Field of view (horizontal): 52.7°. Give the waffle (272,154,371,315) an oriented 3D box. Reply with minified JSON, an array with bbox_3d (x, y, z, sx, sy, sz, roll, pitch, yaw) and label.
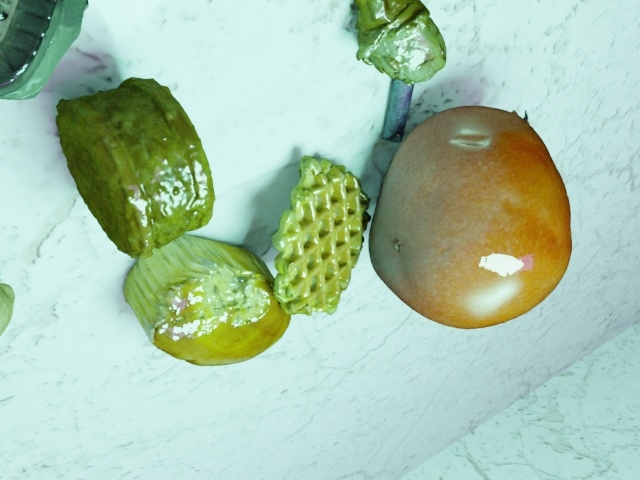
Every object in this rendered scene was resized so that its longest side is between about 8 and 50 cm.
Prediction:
[{"bbox_3d":[0.000,0.000,0.977,0.243,0.059,0.237,26,79,-59],"label":"waffle"}]

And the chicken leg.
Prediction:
[{"bbox_3d":[0.079,-0.279,0.818,0.103,0.088,0.228,-27,140,27],"label":"chicken leg"}]

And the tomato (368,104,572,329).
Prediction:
[{"bbox_3d":[0.217,-0.036,1.000,0.273,0.341,0.341,-12,137,-16],"label":"tomato"}]

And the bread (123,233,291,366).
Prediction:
[{"bbox_3d":[-0.154,0.096,0.949,0.179,0.133,0.250,-43,144,8],"label":"bread"}]

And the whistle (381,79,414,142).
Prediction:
[{"bbox_3d":[0.121,-0.221,0.960,0.033,0.033,0.176,-21,139,-28],"label":"whistle"}]

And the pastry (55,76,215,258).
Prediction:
[{"bbox_3d":[-0.195,-0.077,0.682,0.103,0.189,0.188,-28,143,-28],"label":"pastry"}]

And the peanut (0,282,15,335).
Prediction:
[{"bbox_3d":[-0.446,0.083,0.668,0.253,0.122,0.137,-17,147,-38],"label":"peanut"}]

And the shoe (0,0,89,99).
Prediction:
[{"bbox_3d":[-0.235,-0.249,0.541,0.109,0.149,0.293,23,83,-19],"label":"shoe"}]
